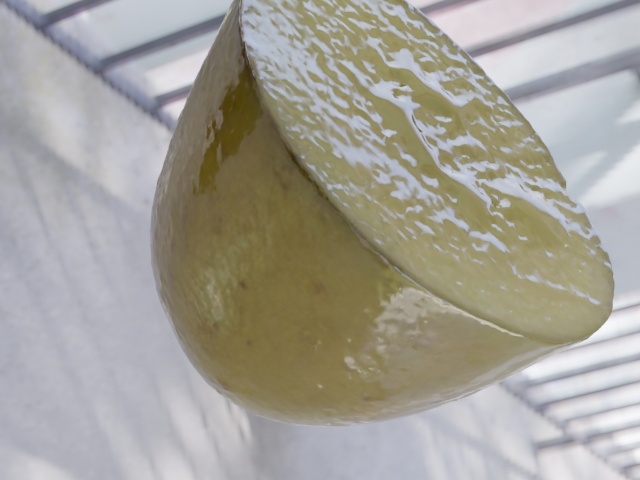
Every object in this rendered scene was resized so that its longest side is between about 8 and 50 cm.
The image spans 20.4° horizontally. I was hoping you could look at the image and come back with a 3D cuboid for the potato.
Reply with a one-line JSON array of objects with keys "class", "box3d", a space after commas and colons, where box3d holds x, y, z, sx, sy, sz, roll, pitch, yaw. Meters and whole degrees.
[{"class": "potato", "box3d": [0.000, 0.000, 0.765, 0.203, 0.158, 0.178, 45, 32, -6]}]
